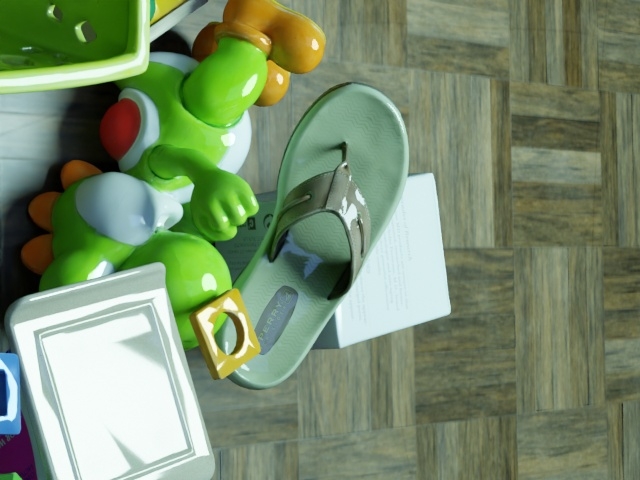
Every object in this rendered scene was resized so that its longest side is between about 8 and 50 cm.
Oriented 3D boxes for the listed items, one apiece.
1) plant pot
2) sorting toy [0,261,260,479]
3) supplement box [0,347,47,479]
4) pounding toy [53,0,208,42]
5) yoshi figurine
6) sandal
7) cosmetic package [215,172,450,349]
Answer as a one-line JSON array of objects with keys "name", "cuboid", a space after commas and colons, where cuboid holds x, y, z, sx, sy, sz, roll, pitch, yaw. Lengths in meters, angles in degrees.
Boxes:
[{"name": "plant pot", "cuboid": [-0.286, -0.241, 1.580, 0.227, 0.207, 0.228, -12, 107, -49]}, {"name": "sorting toy", "cuboid": [-0.176, 0.128, 1.614, 0.347, 0.047, 0.196, -15, 93, -50]}, {"name": "supplement box", "cuboid": [-0.209, 0.204, 1.672, 0.114, 0.111, 0.220, -8, 64, -50]}, {"name": "pounding toy", "cuboid": [-0.183, -0.294, 1.806, 0.181, 0.094, 0.206, -42, 120, -42]}, {"name": "yoshi figurine", "cuboid": [-0.112, -0.040, 1.809, 0.362, 0.203, 0.203, -58, 140, -24]}, {"name": "sandal", "cuboid": [0.001, 0.002, 1.817, 0.120, 0.086, 0.303, 24, 87, -14]}, {"name": "cosmetic package", "cuboid": [0.012, 0.020, 1.982, 0.183, 0.151, 0.151, -14, 99, -50]}]
